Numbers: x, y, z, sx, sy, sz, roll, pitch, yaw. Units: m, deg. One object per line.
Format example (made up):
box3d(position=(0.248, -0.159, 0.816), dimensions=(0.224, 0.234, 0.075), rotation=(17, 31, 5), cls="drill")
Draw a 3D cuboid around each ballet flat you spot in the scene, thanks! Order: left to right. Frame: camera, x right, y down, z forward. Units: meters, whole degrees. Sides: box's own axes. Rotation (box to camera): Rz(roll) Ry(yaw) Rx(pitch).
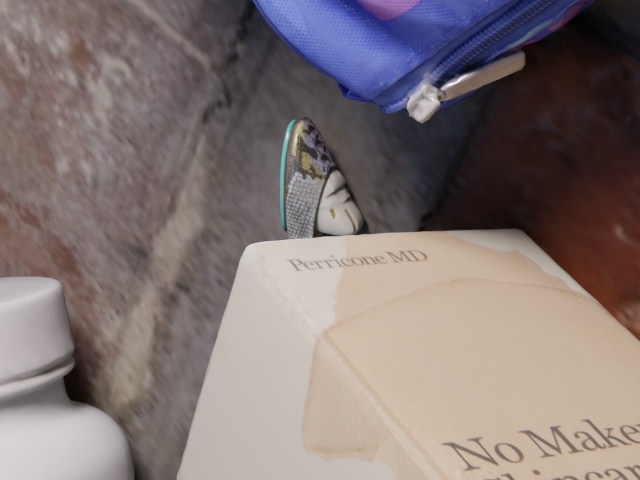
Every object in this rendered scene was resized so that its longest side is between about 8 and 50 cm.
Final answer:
box3d(position=(0.000, 0.000, 0.771), dimensions=(0.041, 0.041, 0.114), rotation=(23, 116, 39), cls="ballet flat")

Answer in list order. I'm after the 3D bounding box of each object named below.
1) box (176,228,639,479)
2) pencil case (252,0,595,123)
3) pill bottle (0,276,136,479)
box3d(position=(0.085, 0.128, 0.587), dimensions=(0.311, 0.148, 0.121), rotation=(47, 130, 43), cls="box")
box3d(position=(0.094, -0.145, 0.572), dimensions=(0.306, 0.119, 0.133), rotation=(-30, 66, 45), cls="pencil case")
box3d(position=(-0.177, 0.186, 0.892), dimensions=(0.176, 0.176, 0.319), rotation=(0, 100, 45), cls="pill bottle")
